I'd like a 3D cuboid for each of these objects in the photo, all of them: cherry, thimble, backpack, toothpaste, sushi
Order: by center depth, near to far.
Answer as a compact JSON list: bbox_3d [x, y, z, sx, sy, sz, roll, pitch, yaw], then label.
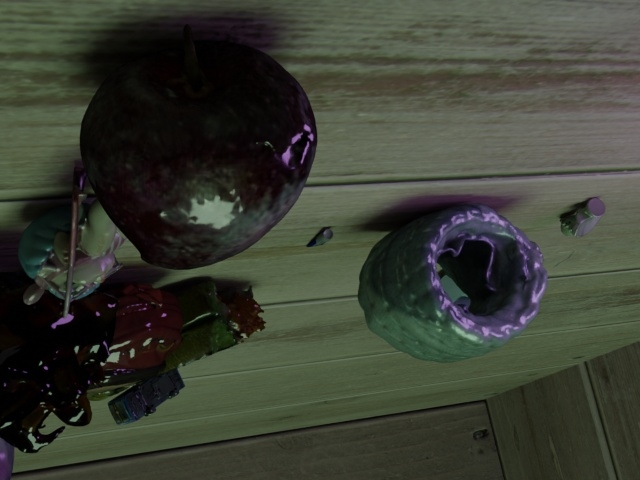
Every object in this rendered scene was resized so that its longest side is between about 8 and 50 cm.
[{"bbox_3d":[-0.098,-0.069,0.993,0.195,0.195,0.195,-12,165,-3],"label":"cherry"},{"bbox_3d":[-0.353,0.126,1.401,0.212,0.215,0.227,4,159,45],"label":"sushi"},{"bbox_3d":[-0.288,0.130,1.648,0.229,0.139,0.229,-18,168,-4],"label":"backpack"},{"bbox_3d":[0.181,0.062,1.652,0.250,0.205,0.172,-8,166,-37],"label":"thimble"},{"bbox_3d":[0.000,0.000,1.654,0.024,0.015,0.083,-10,171,-15],"label":"toothpaste"}]

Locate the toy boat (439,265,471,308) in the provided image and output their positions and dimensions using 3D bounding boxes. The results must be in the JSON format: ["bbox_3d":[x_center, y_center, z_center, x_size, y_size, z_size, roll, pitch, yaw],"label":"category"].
[{"bbox_3d":[0.269,0.077,2.076,0.220,0.067,0.291,-15,162,13],"label":"toy boat"}]

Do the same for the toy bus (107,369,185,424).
[{"bbox_3d":[-0.273,0.243,1.908,0.061,0.051,0.153,-25,-176,31],"label":"toy bus"}]

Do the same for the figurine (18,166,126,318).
[{"bbox_3d":[-0.223,-0.026,1.250,0.205,0.103,0.260,-46,-175,-35],"label":"figurine"}]

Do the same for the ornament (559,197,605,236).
[{"bbox_3d":[0.393,-0.031,1.806,0.092,0.041,0.068,-40,174,38],"label":"ornament"}]

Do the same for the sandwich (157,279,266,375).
[{"bbox_3d":[-0.191,0.124,1.810,0.184,0.109,0.160,-21,-177,25],"label":"sandwich"}]

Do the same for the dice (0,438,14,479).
[{"bbox_3d":[-0.580,0.250,1.600,0.270,0.271,0.270,-14,166,8],"label":"dice"}]

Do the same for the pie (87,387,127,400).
[{"bbox_3d":[-0.321,0.196,1.956,0.257,0.105,0.274,-11,169,-44],"label":"pie"}]
